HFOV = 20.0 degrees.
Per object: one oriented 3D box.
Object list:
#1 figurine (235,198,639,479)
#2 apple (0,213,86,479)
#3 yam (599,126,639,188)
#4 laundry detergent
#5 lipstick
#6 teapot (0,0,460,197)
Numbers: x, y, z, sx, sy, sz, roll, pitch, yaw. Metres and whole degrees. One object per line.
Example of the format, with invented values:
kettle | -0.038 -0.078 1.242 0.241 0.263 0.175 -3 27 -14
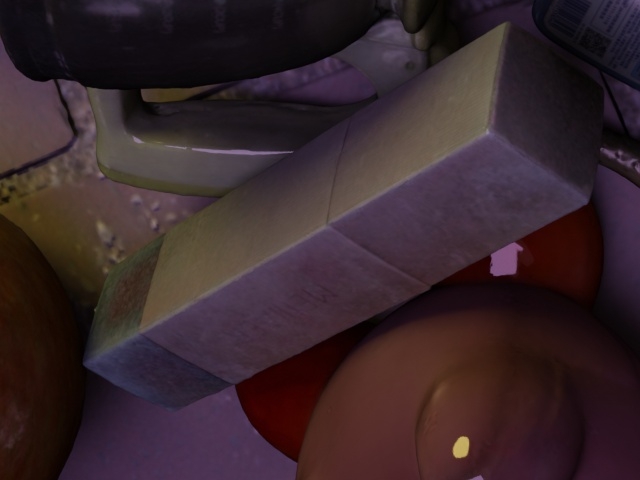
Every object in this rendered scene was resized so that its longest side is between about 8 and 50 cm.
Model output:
figurine | 0.100 0.125 1.027 0.211 0.261 0.269 32 121 -23
apple | -0.304 0.093 1.127 0.309 0.277 0.250 11 109 32
yam | 0.193 -0.034 1.017 0.234 0.027 0.029 31 148 7
laundry detergent | 0.218 -0.102 0.963 0.206 0.061 0.096 34 116 7
lipstick | 0.000 0.000 1.010 0.076 0.079 0.371 32 142 -25
teapot | -0.043 -0.150 0.959 0.239 0.239 0.321 8 108 6
